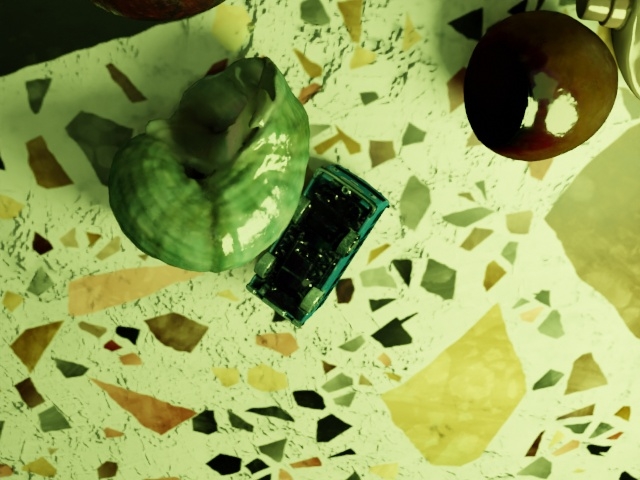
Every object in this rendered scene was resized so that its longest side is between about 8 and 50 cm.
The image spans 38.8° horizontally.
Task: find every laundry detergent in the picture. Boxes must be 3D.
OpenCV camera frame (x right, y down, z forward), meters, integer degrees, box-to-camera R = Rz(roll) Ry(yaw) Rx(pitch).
[{"bbox_3d":[0.397,-0.220,1.014,0.237,0.076,0.171,1,121,-6],"label":"laundry detergent"}]

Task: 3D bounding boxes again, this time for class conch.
[{"bbox_3d":[-0.132,-0.067,1.005,0.195,0.220,0.277,2,154,-46],"label":"conch"}]

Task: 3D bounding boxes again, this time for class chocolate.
[{"bbox_3d":[0.244,-0.171,0.994,0.177,0.176,0.176,-2,120,-4],"label":"chocolate"}]

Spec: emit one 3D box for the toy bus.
[{"bbox_3d":[0.000,0.000,1.086,0.090,0.106,0.184,37,114,10],"label":"toy bus"}]

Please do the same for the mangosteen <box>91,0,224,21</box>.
[{"bbox_3d":[-0.155,-0.305,0.854,0.216,0.216,0.216,-2,120,-4],"label":"mangosteen"}]
